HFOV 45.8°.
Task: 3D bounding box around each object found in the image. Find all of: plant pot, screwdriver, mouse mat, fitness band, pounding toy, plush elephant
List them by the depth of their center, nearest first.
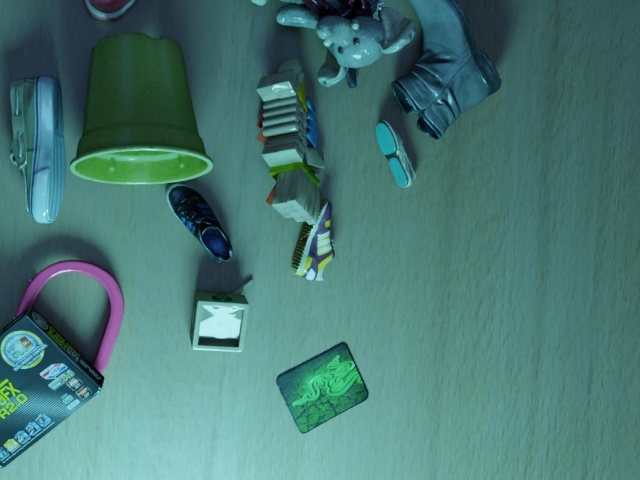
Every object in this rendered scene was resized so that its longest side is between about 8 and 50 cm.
[{"bbox_3d":[-0.362,-0.265,1.522,0.276,0.276,0.253,-2,80,-16],"label":"plant pot"},{"bbox_3d":[-0.530,0.183,1.582,0.209,0.054,0.290,19,88,-19],"label":"fitness band"},{"bbox_3d":[0.044,-0.472,1.585,0.330,0.272,0.255,15,54,-46],"label":"plush elephant"},{"bbox_3d":[-0.212,0.159,1.657,0.130,0.100,0.141,5,101,-16],"label":"pounding toy"},{"bbox_3d":[0.055,-0.433,1.745,0.024,0.025,0.169,-14,87,-14],"label":"screwdriver"},{"bbox_3d":[0.006,0.344,1.763,0.190,0.007,0.152,-26,99,-14],"label":"mouse mat"}]

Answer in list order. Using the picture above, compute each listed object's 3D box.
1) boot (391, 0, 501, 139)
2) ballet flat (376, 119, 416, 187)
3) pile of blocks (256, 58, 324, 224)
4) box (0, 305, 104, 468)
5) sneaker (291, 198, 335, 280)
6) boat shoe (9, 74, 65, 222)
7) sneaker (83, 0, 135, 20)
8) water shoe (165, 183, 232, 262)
[{"bbox_3d":[0.248,-0.420,1.752,0.223,0.118,0.338,-37,97,-6],"label":"boot"},{"bbox_3d":[0.178,-0.206,1.775,0.052,0.057,0.168,-31,105,-41],"label":"ballet flat"},{"bbox_3d":[-0.076,-0.212,1.681,0.113,0.149,0.361,-6,83,27],"label":"pile of blocks"},{"bbox_3d":[-0.608,0.296,1.515,0.270,0.060,0.216,-38,109,3],"label":"box"},{"bbox_3d":[0.000,0.000,1.721,0.084,0.069,0.185,20,93,-25],"label":"sneaker"},{"bbox_3d":[-0.578,-0.184,1.537,0.094,0.109,0.302,-1,83,-1],"label":"boat shoe"},{"bbox_3d":[-0.362,-0.586,1.554,0.116,0.136,0.313,37,82,-15],"label":"sneaker"},{"bbox_3d":[-0.253,-0.042,1.634,0.073,0.080,0.203,-41,102,-11],"label":"water shoe"}]
